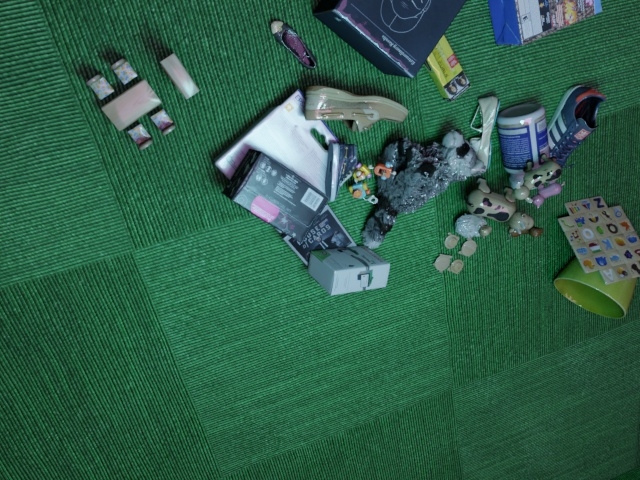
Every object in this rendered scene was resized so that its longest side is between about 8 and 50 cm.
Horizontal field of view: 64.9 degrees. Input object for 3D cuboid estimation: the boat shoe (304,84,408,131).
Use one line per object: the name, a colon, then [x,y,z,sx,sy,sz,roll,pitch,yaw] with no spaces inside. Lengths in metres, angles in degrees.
boat shoe: [0.107,-0.379,1.505,0.341,0.122,0.110,4,97,-24]

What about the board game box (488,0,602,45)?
board game box: [0.678,-0.762,1.536,0.291,0.141,0.232,-24,116,-7]

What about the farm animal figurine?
farm animal figurine: [0.632,-0.119,1.665,0.327,0.172,0.330,5,130,8]

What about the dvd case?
dvd case: [0.000,0.000,1.652,0.179,0.029,0.238,-38,136,1]

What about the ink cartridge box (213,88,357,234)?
ink cartridge box: [-0.099,-0.233,1.547,0.330,0.071,0.324,-42,117,-2]

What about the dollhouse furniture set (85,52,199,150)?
dollhouse furniture set: [-0.454,-0.382,1.324,0.242,0.161,0.212,-35,117,-2]

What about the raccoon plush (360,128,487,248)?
raccoon plush: [0.331,-0.176,1.685,0.299,0.216,0.446,0,141,-32]

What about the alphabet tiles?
alphabet tiles: [1.065,-0.008,1.893,0.285,0.342,0.011,-12,157,-13]

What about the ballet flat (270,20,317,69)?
ballet flat: [-0.071,-0.560,1.435,0.173,0.049,0.057,38,95,-26]

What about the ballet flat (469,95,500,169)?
ballet flat: [0.543,-0.361,1.698,0.086,0.086,0.248,-3,110,-16]

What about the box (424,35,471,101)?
box: [0.376,-0.554,1.571,0.087,0.058,0.232,-39,116,1]

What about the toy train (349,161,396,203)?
toy train: [0.156,-0.179,1.576,0.125,0.046,0.166,20,131,-1]

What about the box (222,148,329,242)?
box: [-0.130,-0.131,1.453,0.247,0.142,0.163,32,89,-27]

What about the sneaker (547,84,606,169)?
sneaker: [0.867,-0.361,1.750,0.131,0.148,0.350,9,108,-20]

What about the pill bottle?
pill bottle: [0.694,-0.316,1.711,0.153,0.153,0.264,-22,116,-8]

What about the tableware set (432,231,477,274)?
tableware set: [0.501,0.053,1.873,0.141,0.020,0.168,22,102,-25]

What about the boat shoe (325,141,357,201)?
boat shoe: [0.066,-0.208,1.540,0.083,0.065,0.183,-1,110,-18]

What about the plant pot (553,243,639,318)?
plant pot: [1.122,0.108,1.973,0.275,0.275,0.293,40,80,-26]

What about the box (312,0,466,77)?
box: [0.224,-0.702,1.381,0.293,0.212,0.395,31,98,-26]

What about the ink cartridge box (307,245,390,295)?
ink cartridge box: [0.093,0.093,1.644,0.219,0.160,0.092,-6,116,-31]
